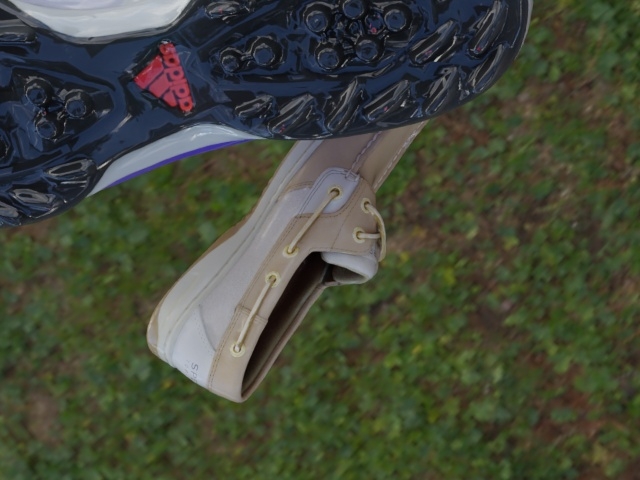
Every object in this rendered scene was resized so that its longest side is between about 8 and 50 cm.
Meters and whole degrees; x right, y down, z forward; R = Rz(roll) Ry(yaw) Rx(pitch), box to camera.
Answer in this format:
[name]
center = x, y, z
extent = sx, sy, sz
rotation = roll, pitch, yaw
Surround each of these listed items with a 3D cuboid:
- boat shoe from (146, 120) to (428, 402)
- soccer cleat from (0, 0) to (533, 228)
[boat shoe]
center = 0.000, 0.000, 0.681
extent = 0.059, 0.063, 0.170
rotation = 38, 84, 20
[soccer cleat]
center = -0.074, -0.082, 0.612
extent = 0.318, 0.116, 0.108
rotation = -10, 114, 13
